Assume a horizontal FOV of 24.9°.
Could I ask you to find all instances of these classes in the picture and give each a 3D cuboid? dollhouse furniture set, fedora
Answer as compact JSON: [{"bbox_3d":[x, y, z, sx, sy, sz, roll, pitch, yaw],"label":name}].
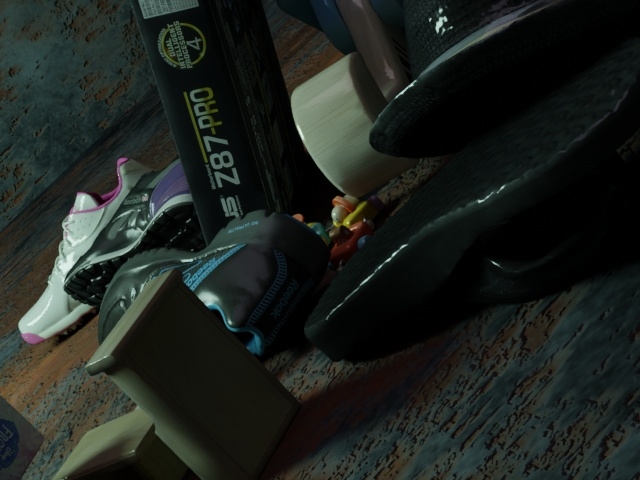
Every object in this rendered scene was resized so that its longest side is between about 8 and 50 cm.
[{"bbox_3d":[-0.165,0.150,1.251,0.242,0.161,0.212,-27,22,43],"label":"dollhouse furniture set"},{"bbox_3d":[0.157,-0.187,1.159,0.334,0.152,0.334,-22,-9,-4],"label":"fedora"}]

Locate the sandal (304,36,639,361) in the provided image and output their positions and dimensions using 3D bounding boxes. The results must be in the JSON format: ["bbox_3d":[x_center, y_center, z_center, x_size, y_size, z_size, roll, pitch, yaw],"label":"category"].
[{"bbox_3d":[0.140,-0.013,1.109,0.167,0.107,0.446,-55,8,-35],"label":"sandal"}]

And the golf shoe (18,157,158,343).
[{"bbox_3d":[-0.326,0.012,2.037,0.306,0.140,0.115,-44,17,-2],"label":"golf shoe"}]

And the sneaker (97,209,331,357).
[{"bbox_3d":[-0.137,0.080,1.442,0.341,0.125,0.139,-30,29,48],"label":"sneaker"}]

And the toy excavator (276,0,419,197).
[{"bbox_3d":[0.076,-0.238,1.630,0.222,0.445,0.433,-31,-23,24],"label":"toy excavator"}]

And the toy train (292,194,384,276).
[{"bbox_3d":[0.000,0.000,1.463,0.166,0.046,0.125,-25,23,45],"label":"toy train"}]

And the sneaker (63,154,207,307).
[{"bbox_3d":[-0.215,-0.015,1.825,0.283,0.107,0.124,-33,42,35],"label":"sneaker"}]

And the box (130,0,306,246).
[{"bbox_3d":[-0.115,-0.210,1.663,0.097,0.394,0.318,-12,24,11],"label":"box"}]

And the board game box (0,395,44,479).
[{"bbox_3d":[-0.398,0.310,1.204,0.319,0.066,0.318,-40,12,22],"label":"board game box"}]
